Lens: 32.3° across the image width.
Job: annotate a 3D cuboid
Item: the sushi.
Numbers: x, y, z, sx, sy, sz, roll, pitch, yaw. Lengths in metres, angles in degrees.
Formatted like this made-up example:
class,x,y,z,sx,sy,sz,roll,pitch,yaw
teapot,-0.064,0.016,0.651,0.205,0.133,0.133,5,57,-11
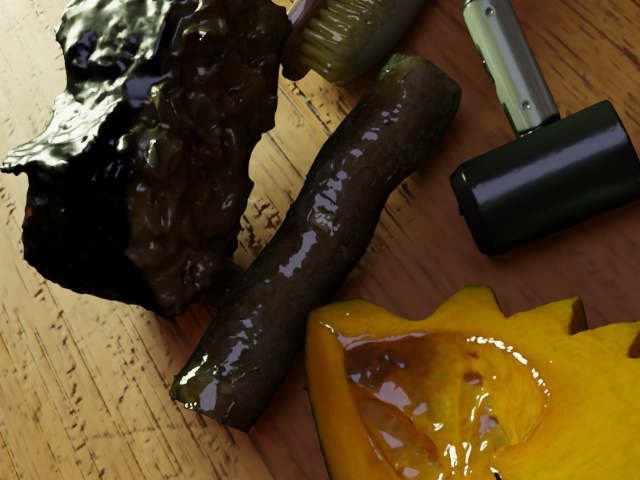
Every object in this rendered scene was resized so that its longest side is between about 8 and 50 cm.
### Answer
class,x,y,z,sx,sy,sz,roll,pitch,yaw
sushi,-0.099,-0.067,0.656,0.115,0.147,0.213,10,81,38

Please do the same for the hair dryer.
class,x,y,z,sx,sy,sz,roll,pitch,yaw
hair dryer,0.106,-0.095,0.639,0.100,0.057,0.198,-21,68,10

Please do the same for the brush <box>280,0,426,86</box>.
class,x,y,z,sx,sy,sz,roll,pitch,yaw
brush,0.076,-0.224,0.757,0.067,0.072,0.313,31,73,10

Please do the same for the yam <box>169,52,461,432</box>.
class,x,y,z,sx,sy,sz,roll,pitch,yaw
yam,0.000,0.000,0.648,0.061,0.061,0.253,22,71,33

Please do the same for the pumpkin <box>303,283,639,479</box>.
class,x,y,z,sx,sy,sz,roll,pitch,yaw
pumpkin,0.102,0.118,0.512,0.130,0.149,0.254,-14,21,-24
